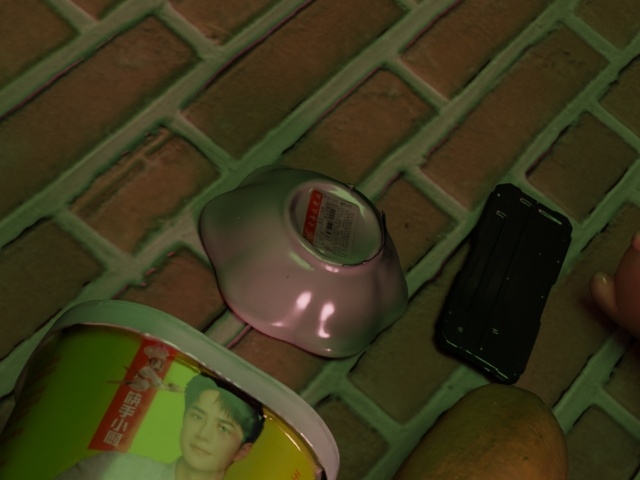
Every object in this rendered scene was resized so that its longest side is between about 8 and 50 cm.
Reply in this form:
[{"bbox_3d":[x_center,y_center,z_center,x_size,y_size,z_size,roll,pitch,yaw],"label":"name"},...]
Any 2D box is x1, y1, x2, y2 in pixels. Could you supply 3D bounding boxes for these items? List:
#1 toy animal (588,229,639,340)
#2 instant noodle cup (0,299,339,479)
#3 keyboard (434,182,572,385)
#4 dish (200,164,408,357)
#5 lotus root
[{"bbox_3d":[0.452,0.125,1.884,0.345,0.277,0.247,32,60,-8],"label":"toy animal"},{"bbox_3d":[-0.173,0.253,1.437,0.294,0.294,0.308,32,54,-4],"label":"instant noodle cup"},{"bbox_3d":[0.194,0.041,1.957,0.106,0.016,0.262,31,46,-5],"label":"keyboard"},{"bbox_3d":[0.000,0.000,1.835,0.229,0.081,0.229,15,50,-19],"label":"dish"},{"bbox_3d":[0.143,0.233,1.701,0.146,0.131,0.303,38,46,3],"label":"lotus root"}]
